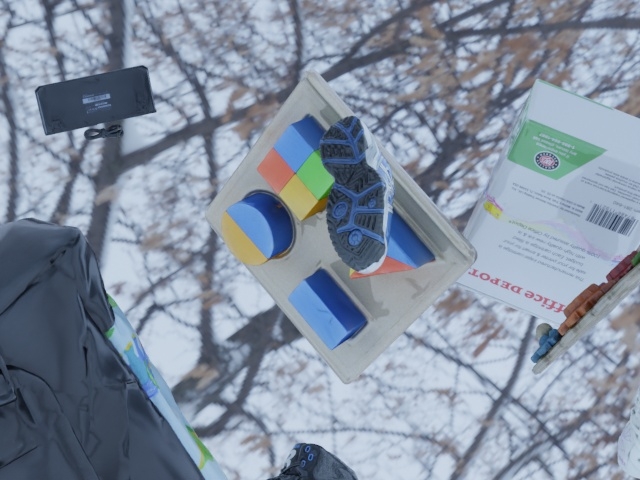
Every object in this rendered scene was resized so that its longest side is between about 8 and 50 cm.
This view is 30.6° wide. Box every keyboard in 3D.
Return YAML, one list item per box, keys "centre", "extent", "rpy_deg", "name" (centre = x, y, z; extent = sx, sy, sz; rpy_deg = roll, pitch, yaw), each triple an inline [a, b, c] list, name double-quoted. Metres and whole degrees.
- centre: [-0.353, -0.210, 1.857]
  extent: [0.023, 0.180, 0.108]
  rpy_deg: [-138, -144, -68]
  name: "keyboard"

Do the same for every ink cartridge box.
- centre: [0.314, -0.040, 1.532]
  extent: [0.201, 0.117, 0.278]
  rpy_deg: [22, -51, 1]
  name: "ink cartridge box"

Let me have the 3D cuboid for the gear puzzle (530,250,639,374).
- centre: [0.337, 0.032, 1.303]
  extent: [0.044, 0.175, 0.339]
  rpy_deg: [48, -32, 14]
  name: "gear puzzle"

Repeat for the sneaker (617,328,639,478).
- centre: [0.436, 0.231, 1.475]
  extent: [0.152, 0.114, 0.305]
  rpy_deg: [-16, -66, 18]
  name: "sneaker"

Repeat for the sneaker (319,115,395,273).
- centre: [0.054, -0.046, 1.298]
  extent: [0.080, 0.211, 0.081]
  rpy_deg: [-26, -46, 25]
  name: "sneaker"

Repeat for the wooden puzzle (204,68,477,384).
- centre: [0.000, 0.000, 1.541]
  extent: [0.322, 0.080, 0.348]
  rpy_deg: [49, -45, 10]
  name: "wooden puzzle"

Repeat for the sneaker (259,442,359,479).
- centre: [-0.056, 0.259, 1.206]
  extent: [0.217, 0.121, 0.079]
  rpy_deg: [18, -37, -16]
  name: "sneaker"

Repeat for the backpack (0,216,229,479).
- centre: [-0.166, 0.202, 0.672]
  extent: [0.355, 0.290, 0.273]
  rpy_deg: [52, -19, -21]
  name: "backpack"
